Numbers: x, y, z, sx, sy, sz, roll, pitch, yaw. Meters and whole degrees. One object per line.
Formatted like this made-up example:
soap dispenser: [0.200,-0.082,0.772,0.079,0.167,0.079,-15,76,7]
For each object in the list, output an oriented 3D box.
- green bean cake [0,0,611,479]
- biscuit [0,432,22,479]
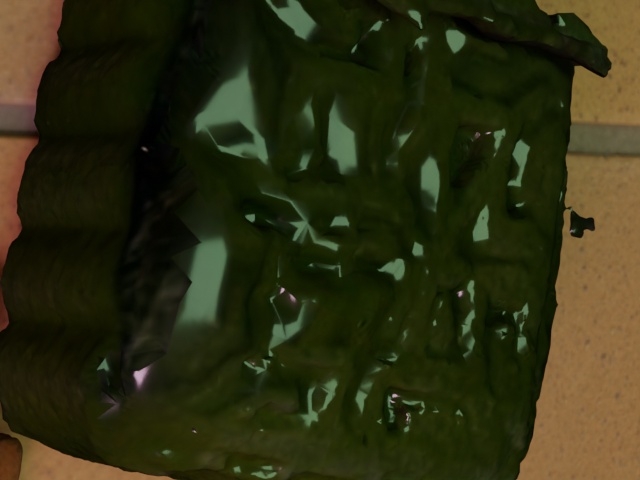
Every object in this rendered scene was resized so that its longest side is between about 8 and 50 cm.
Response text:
green bean cake: [0.000,0.000,0.922,0.335,0.218,0.319,9,86,-34]
biscuit: [-0.270,0.173,0.876,0.284,0.043,0.306,-37,115,-24]
